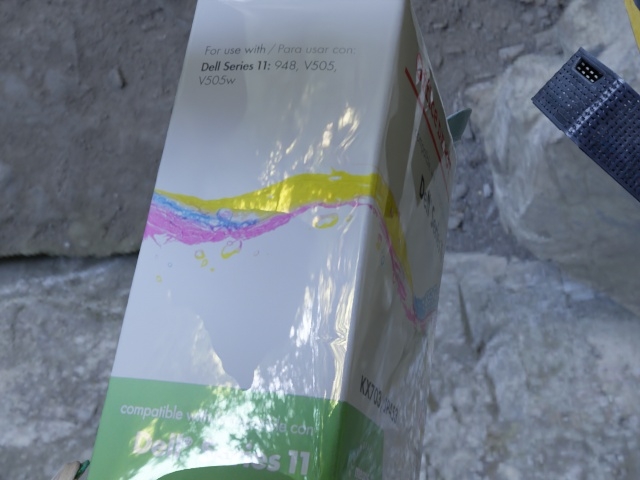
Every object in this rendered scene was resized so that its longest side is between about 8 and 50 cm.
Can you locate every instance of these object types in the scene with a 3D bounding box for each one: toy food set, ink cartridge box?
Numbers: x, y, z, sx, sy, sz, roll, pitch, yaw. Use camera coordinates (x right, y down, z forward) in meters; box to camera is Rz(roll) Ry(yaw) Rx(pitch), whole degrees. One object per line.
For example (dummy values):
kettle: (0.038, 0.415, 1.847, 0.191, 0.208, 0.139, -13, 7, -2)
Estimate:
toy food set: (-0.181, 0.183, 0.613, 0.020, 0.082, 0.083, 34, 101, -10)
ink cartridge box: (0.000, 0.000, 0.521, 0.119, 0.353, 0.207, 3, 160, 17)

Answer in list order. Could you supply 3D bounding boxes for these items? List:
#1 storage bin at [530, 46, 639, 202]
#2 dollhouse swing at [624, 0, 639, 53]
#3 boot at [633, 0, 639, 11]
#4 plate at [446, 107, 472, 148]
storage bin: (0.342, -0.124, 1.049, 0.180, 0.122, 0.084, 34, 109, -26)
dollhouse swing: (0.421, -0.232, 0.754, 0.305, 0.315, 0.347, -18, 154, 24)
boot: (0.245, -0.273, 0.569, 0.083, 0.247, 0.161, 7, 169, -24)
plate: (0.107, -0.086, 1.062, 0.188, 0.188, 0.024, -42, 81, 32)
